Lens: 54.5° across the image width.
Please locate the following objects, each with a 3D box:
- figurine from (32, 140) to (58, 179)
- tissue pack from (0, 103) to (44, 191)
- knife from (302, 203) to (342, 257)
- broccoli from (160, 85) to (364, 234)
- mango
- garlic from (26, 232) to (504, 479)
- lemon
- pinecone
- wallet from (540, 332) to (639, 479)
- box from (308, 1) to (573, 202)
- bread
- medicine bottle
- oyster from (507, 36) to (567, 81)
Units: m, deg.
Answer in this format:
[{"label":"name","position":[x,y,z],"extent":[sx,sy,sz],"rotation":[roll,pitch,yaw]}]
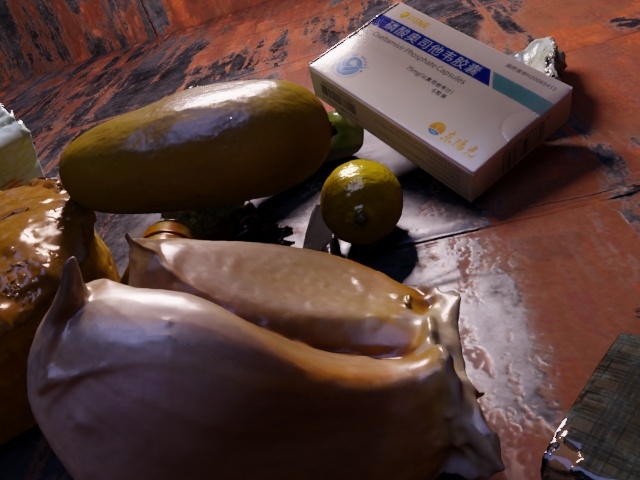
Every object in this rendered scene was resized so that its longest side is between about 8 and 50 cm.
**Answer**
[{"label":"figurine","position":[-0.679,-0.121,1.311],"extent":[0.193,0.140,0.265],"rotation":[-42,9,-3]},{"label":"tissue pack","position":[-0.636,-0.029,0.986],"extent":[0.162,0.287,0.388],"rotation":[42,60,16]},{"label":"knife","position":[0.000,0.000,0.840],"extent":[0.060,0.028,0.230],"rotation":[-26,27,13]},{"label":"broccoli","position":[-0.094,-0.131,0.964],"extent":[0.361,0.221,0.252],"rotation":[-19,-1,-4]},{"label":"mango","position":[-0.144,-0.105,0.737],"extent":[0.332,0.142,0.195],"rotation":[-17,20,-9]},{"label":"garlic","position":[-0.041,0.099,0.494],"extent":[0.313,0.249,0.286],"rotation":[6,58,-6]},{"label":"lemon","position":[0.053,-0.049,0.799],"extent":[0.109,0.109,0.133],"rotation":[-16,24,7]},{"label":"pinecone","position":[-0.086,0.026,0.746],"extent":[0.140,0.140,0.121],"rotation":[-34,74,-23]},{"label":"wallet","position":[0.318,0.155,0.384],"extent":[0.317,0.044,0.169],"rotation":[14,43,42]},{"label":"box","position":[0.163,-0.219,0.916],"extent":[0.200,0.065,0.343],"rotation":[-39,55,-14]},{"label":"bread","position":[-0.432,0.077,0.777],"extent":[0.398,0.215,0.398],"rotation":[-15,30,9]},{"label":"medicine bottle","position":[-0.203,0.061,0.782],"extent":[0.096,0.096,0.192],"rotation":[-14,31,9]},{"label":"oyster","position":[0.340,-0.271,1.010],"extent":[0.199,0.087,0.252],"rotation":[-33,27,-9]}]
